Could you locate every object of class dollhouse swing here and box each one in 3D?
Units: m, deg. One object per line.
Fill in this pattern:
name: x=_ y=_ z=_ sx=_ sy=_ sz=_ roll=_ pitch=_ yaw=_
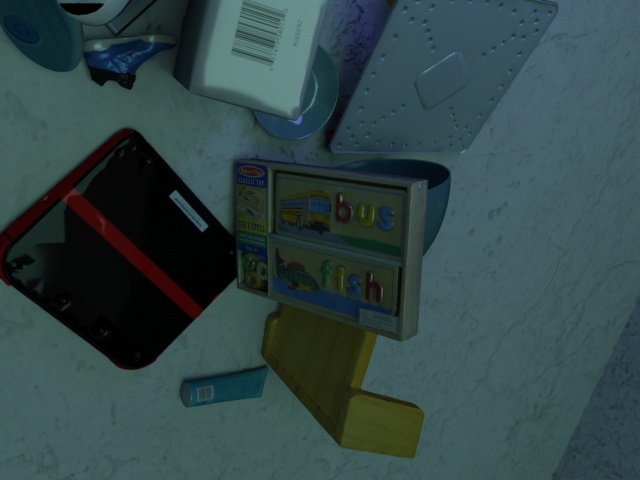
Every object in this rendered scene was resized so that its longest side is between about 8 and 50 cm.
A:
dollhouse swing: x=0.077 y=0.224 z=1.279 sx=0.315 sy=0.347 sz=0.304 roll=24 pitch=96 yaw=-37

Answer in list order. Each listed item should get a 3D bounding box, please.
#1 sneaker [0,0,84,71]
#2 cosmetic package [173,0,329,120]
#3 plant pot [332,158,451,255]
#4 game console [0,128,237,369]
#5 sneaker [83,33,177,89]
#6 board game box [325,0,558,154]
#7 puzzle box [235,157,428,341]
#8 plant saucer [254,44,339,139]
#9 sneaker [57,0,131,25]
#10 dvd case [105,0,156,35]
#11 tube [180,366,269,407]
sneaker: x=-0.373 y=-0.412 z=0.830 sx=0.127 sy=0.208 sz=0.319 roll=14 pitch=146 yaw=1
cosmetic package: x=-0.123 y=-0.311 z=0.890 sx=0.155 sy=0.365 sz=0.196 roll=11 pitch=106 yaw=-19
plant pot: x=0.124 y=-0.038 z=1.216 sx=0.290 sy=0.290 sz=0.195 roll=-18 pitch=114 yaw=-25
game console: x=-0.357 y=0.036 z=1.112 sx=0.342 sy=0.060 sz=0.386 roll=-47 pitch=128 yaw=-13
sneaker: x=-0.310 y=-0.296 z=0.983 sx=0.152 sy=0.058 sz=0.084 roll=-14 pitch=112 yaw=-22
board game box: x=0.240 y=-0.341 z=1.216 sx=0.390 sy=0.050 sz=0.390 roll=-5 pitch=141 yaw=-31
puzzle box: x=0.000 y=0.000 z=1.079 sx=0.052 sy=0.409 sz=0.272 roll=-14 pitch=110 yaw=-49
plant saucer: x=-0.055 y=-0.296 z=1.159 sx=0.195 sy=0.037 sz=0.194 roll=-13 pitch=116 yaw=-28
sneaker: x=-0.246 y=-0.400 z=0.840 sx=0.236 sy=0.130 sz=0.322 roll=59 pitch=37 yaw=-74
dvd case: x=-0.340 y=-0.476 z=0.909 sx=0.180 sy=0.022 sz=0.253 roll=-46 pitch=127 yaw=-7
tube: x=-0.210 y=0.335 z=1.336 sx=0.207 sy=0.052 sz=0.080 roll=1 pitch=115 yaw=-38
